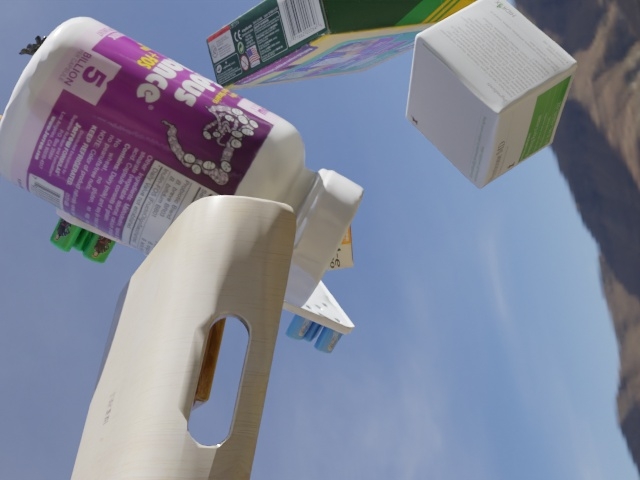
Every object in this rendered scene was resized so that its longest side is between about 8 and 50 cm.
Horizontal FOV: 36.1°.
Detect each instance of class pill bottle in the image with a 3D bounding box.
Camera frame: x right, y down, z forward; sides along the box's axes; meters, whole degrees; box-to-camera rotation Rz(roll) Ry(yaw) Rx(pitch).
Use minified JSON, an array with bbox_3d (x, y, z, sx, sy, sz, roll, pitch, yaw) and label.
[{"bbox_3d":[-0.120,-0.063,0.888,0.169,0.302,0.169,-62,4,7],"label":"pill bottle"}]

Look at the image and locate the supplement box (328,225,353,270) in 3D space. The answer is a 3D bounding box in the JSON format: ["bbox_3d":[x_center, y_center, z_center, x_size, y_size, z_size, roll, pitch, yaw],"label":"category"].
[{"bbox_3d":[0.000,0.000,1.192,0.036,0.098,0.062,-8,-83,-27],"label":"supplement box"}]

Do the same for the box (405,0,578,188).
[{"bbox_3d":[0.134,-0.120,0.790,0.102,0.087,0.101,50,160,25],"label":"box"}]

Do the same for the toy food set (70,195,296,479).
[{"bbox_3d":[-0.096,0.121,0.652,0.093,0.306,0.219,18,-114,-17],"label":"toy food set"}]

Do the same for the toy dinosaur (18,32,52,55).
[{"bbox_3d":[-0.358,-0.239,1.388,0.118,0.064,0.268,43,170,-10],"label":"toy dinosaur"}]

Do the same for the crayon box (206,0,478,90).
[{"bbox_3d":[0.037,-0.346,1.588,0.313,0.363,0.106,-15,-87,-32],"label":"crayon box"}]

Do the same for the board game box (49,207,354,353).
[{"bbox_3d":[-0.182,-0.008,1.307,0.390,0.050,0.390,24,-168,-24],"label":"board game box"}]

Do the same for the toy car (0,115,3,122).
[{"bbox_3d":[-0.523,-0.161,1.609,0.060,0.041,0.122,33,-150,-40],"label":"toy car"}]
